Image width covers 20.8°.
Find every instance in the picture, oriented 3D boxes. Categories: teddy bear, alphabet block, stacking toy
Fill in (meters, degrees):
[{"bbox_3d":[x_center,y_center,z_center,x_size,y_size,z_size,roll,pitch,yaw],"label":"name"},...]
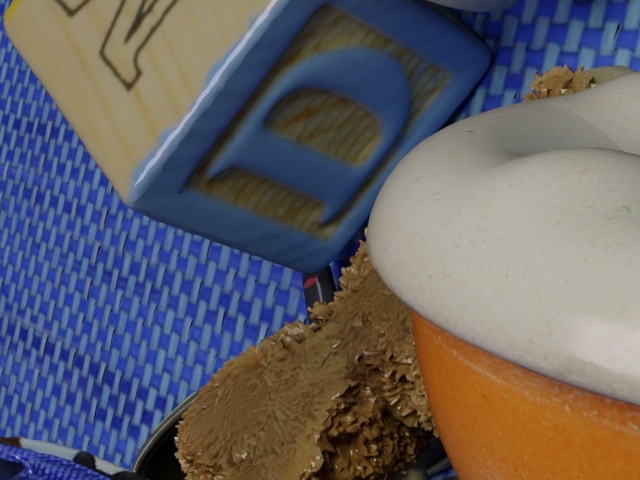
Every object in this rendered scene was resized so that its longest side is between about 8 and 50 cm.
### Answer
[{"bbox_3d":[0.087,0.038,0.882,0.245,0.113,0.338,16,60,50],"label":"teddy bear"},{"bbox_3d":[-0.049,-0.125,1.097,0.193,0.192,0.197,-50,52,14],"label":"alphabet block"},{"bbox_3d":[0.181,0.193,0.655,0.351,0.351,0.479,26,117,56],"label":"stacking toy"}]

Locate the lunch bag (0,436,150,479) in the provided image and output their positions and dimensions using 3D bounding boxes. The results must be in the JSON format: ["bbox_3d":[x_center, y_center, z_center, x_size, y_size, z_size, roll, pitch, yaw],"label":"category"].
[{"bbox_3d":[-0.032,0.256,0.660,0.385,0.239,0.328,63,176,11],"label":"lunch bag"}]

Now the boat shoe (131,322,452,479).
[{"bbox_3d":[0.002,0.105,1.064,0.305,0.091,0.109,-34,61,38],"label":"boat shoe"}]

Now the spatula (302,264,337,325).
[{"bbox_3d":[0.000,0.000,1.182,0.084,0.030,0.296,-33,54,44],"label":"spatula"}]

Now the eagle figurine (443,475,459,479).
[{"bbox_3d":[-0.014,0.279,0.982,0.226,0.225,0.298,-143,58,-66],"label":"eagle figurine"}]

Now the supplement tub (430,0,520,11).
[{"bbox_3d":[0.120,-0.309,0.908,0.331,0.241,0.241,-53,40,33],"label":"supplement tub"}]
